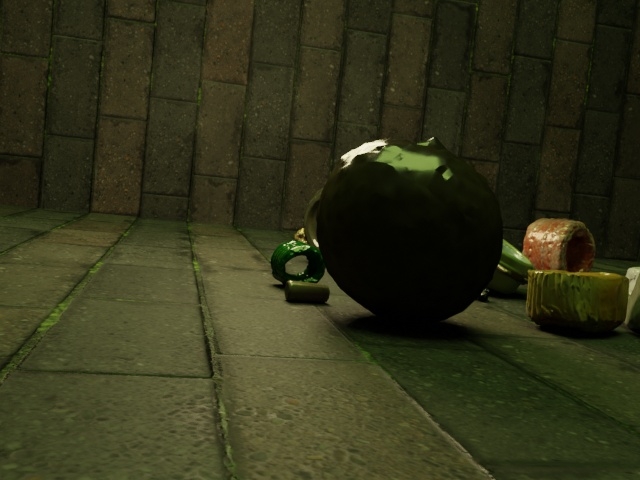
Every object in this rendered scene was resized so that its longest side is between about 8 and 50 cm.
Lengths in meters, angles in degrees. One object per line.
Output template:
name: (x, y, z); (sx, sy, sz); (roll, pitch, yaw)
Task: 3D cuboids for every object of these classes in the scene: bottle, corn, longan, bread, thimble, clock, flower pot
bottle: (-0.029, 0.115, 1.529); (0.096, 0.045, 0.045); (7, 4, -17)
corn: (0.000, 0.000, 2.655); (0.106, 0.106, 0.305); (8, 5, 28)
longan: (0.183, -0.025, 1.397); (0.390, 0.392, 0.391); (6, 4, 0)
bread: (0.572, 0.133, 1.530); (0.250, 0.133, 0.179); (3, 4, -41)
thimble: (-0.059, 0.061, 1.734); (0.130, 0.118, 0.090); (-24, 20, -19)
clock: (0.492, 0.047, 2.046); (0.286, 0.117, 0.348); (24, 17, -31)
thimble: (0.796, 0.042, 2.305); (0.239, 0.239, 0.162); (2, 2, -38)
flower pot: (0.100, -0.047, 2.285); (0.301, 0.302, 0.213); (10, 4, 42)

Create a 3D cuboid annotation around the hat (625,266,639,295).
hat: (0.918, 0.143, 1.921); (0.203, 0.126, 0.203); (8, 8, -1)

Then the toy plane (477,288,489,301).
toy plane: (0.426, 0.145, 1.854); (0.049, 0.031, 0.121); (-2, 7, 2)

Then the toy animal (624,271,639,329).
toy animal: (0.806, 0.108, 1.525); (0.188, 0.308, 0.266); (27, 29, 19)
